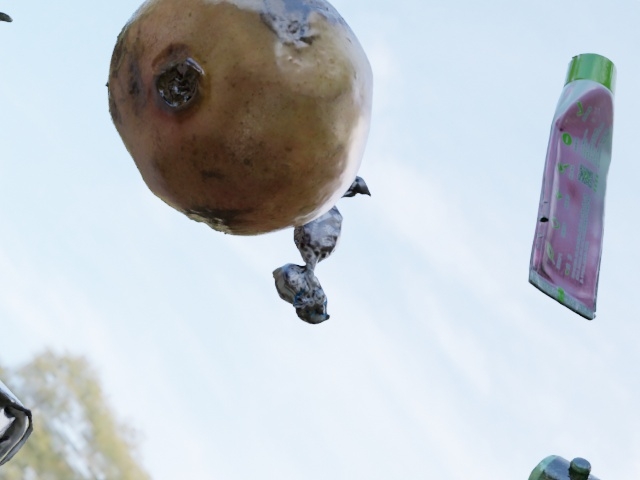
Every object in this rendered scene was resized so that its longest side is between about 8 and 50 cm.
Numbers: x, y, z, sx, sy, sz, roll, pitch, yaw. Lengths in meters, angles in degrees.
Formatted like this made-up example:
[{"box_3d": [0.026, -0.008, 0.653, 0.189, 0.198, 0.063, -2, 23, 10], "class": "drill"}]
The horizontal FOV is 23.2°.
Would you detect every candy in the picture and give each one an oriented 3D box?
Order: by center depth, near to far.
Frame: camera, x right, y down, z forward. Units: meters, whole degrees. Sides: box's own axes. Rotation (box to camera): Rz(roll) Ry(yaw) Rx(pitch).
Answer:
[{"box_3d": [0.000, 0.000, 1.945, 0.094, 0.226, 0.051, 21, -31, -9], "class": "candy"}]

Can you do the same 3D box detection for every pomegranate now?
[{"box_3d": [-0.090, -0.165, 1.787, 0.322, 0.322, 0.322, 42, -26, 27], "class": "pomegranate"}]

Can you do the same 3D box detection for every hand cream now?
[{"box_3d": [0.243, -0.056, 1.465, 0.079, 0.275, 0.050, 16, -32, -4], "class": "hand cream"}]

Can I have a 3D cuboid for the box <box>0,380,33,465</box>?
[{"box_3d": [-0.405, 0.118, 1.337, 0.370, 0.190, 0.112, 37, -8, 44], "class": "box"}]

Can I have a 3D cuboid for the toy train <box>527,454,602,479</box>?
[{"box_3d": [0.220, 0.220, 0.948, 0.251, 0.085, 0.119, 27, -60, 27], "class": "toy train"}]

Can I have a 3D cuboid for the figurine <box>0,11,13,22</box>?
[{"box_3d": [-0.286, -0.262, 1.366, 0.140, 0.265, 0.193, 33, 17, -46], "class": "figurine"}]
